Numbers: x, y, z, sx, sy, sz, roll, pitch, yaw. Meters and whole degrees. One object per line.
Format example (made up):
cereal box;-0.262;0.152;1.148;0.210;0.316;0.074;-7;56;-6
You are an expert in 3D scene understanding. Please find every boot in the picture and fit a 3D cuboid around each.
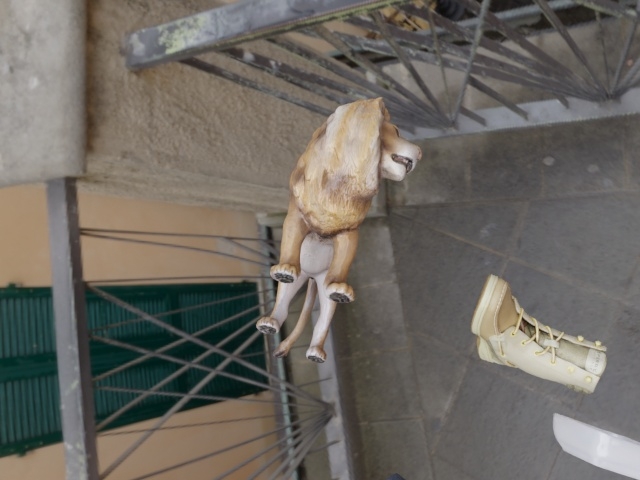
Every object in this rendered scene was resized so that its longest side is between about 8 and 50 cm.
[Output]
boot;0.353;0.157;1.018;0.204;0.262;0.095;19;64;28

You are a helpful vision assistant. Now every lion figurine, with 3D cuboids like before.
lion figurine;0.000;0.000;0.869;0.392;0.142;0.240;121;164;-57

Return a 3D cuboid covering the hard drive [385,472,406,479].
hard drive;0.199;0.657;1.396;0.255;0.054;0.171;36;101;48

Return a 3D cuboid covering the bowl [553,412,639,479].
bowl;0.440;0.320;0.972;0.142;0.142;0.053;20;83;-11
